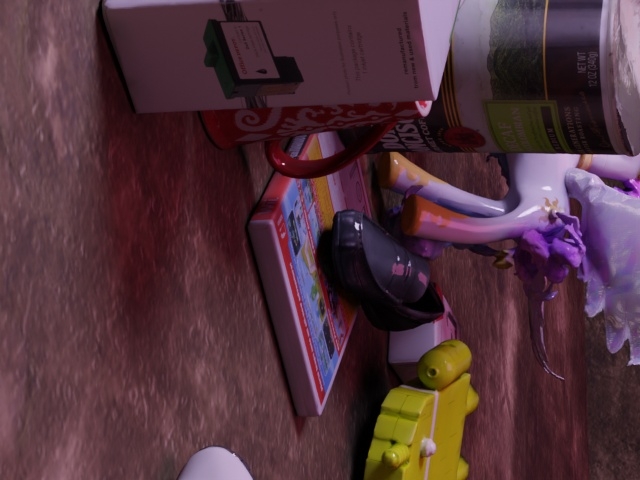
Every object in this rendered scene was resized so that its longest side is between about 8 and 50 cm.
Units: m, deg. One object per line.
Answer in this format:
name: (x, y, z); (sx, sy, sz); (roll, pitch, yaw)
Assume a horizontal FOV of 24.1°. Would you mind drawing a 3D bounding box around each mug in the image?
mug: (0.003, -0.129, 1.204); (0.150, 0.169, 0.113); (50, 38, -62)

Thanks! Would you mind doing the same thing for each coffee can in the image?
coffee can: (0.168, -0.182, 1.442); (0.201, 0.275, 0.201); (2, 90, -66)

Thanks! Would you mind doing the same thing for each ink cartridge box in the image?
ink cartridge box: (-0.021, -0.170, 1.055); (0.160, 0.219, 0.092); (-72, 155, -50)
ink cartridge box: (0.123, 0.120, 1.726); (0.135, 0.056, 0.099); (55, 34, -58)

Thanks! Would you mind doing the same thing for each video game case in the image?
video game case: (0.000, 0.000, 1.410); (0.285, 0.025, 0.204); (-67, 149, -57)

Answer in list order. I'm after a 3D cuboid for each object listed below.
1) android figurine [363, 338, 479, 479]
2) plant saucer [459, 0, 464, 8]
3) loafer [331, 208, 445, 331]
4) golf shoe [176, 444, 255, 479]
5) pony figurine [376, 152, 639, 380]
android figurine: (0.108, 0.230, 1.578); (0.273, 0.056, 0.248); (-9, 108, -69)
plant saucer: (-0.002, -0.361, 1.272); (0.400, 0.100, 0.400); (42, 38, -45)
loafer: (0.065, 0.028, 1.437); (0.223, 0.078, 0.076); (53, 36, -61)
golf shoe: (-0.090, 0.198, 0.982); (0.198, 0.077, 0.094); (-77, 155, -48)
pony figurine: (0.249, -0.036, 1.672); (0.303, 0.363, 0.351); (165, -65, -65)
